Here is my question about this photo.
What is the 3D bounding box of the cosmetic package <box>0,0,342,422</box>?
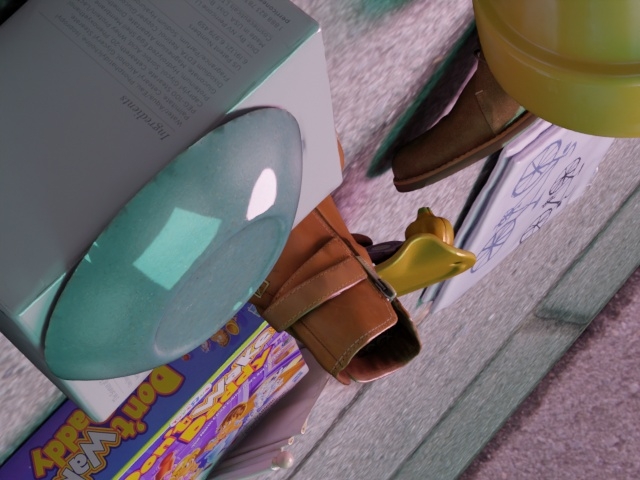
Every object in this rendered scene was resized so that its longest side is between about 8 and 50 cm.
[{"bbox_3d":[-0.116,-0.040,0.964,0.224,0.138,0.224,-46,163,-13],"label":"cosmetic package"}]

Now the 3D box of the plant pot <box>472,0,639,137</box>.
[{"bbox_3d":[0.230,-0.245,1.251,0.254,0.254,0.239,-44,147,-15],"label":"plant pot"}]

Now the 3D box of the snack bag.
[{"bbox_3d":[0.282,-0.086,2.067,0.342,0.037,0.323,-36,160,-35],"label":"snack bag"}]

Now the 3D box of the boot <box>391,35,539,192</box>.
[{"bbox_3d":[0.174,-0.159,1.548,0.305,0.115,0.112,-36,-167,17],"label":"boot"}]

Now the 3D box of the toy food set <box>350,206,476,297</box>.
[{"bbox_3d":[0.043,0.018,1.582,0.218,0.071,0.128,-22,164,33],"label":"toy food set"}]

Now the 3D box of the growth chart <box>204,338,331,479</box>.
[{"bbox_3d":[-0.045,0.160,1.617,0.172,0.021,0.237,-18,-153,42],"label":"growth chart"}]

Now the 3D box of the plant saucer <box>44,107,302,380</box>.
[{"bbox_3d":[-0.067,0.015,0.907,0.195,0.037,0.195,-43,163,-17],"label":"plant saucer"}]

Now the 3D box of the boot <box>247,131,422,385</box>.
[{"bbox_3d":[0.000,0.000,1.204,0.109,0.220,0.283,-54,163,15],"label":"boot"}]

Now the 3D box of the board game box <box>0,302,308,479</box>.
[{"bbox_3d":[-0.167,0.187,1.452,0.347,0.078,0.233,-46,164,-9],"label":"board game box"}]
